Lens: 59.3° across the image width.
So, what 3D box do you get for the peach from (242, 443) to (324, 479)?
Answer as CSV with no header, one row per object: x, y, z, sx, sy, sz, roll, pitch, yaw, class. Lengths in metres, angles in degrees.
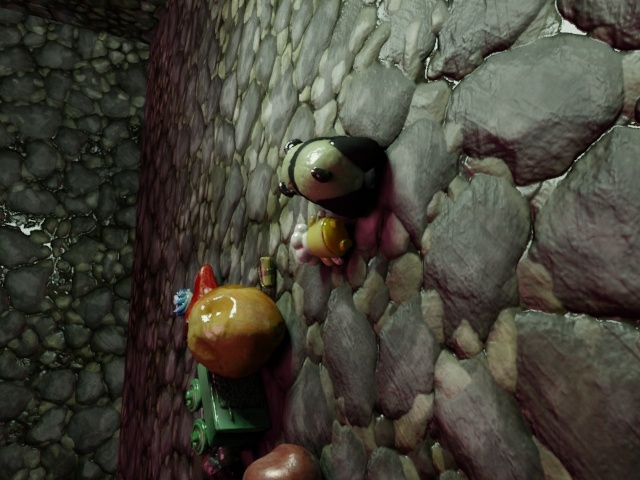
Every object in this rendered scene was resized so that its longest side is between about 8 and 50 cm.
-0.060,0.453,1.022,0.152,0.152,0.152,-23,64,60,peach

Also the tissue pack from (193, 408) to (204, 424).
-0.342,0.522,1.651,0.112,0.051,0.157,-29,60,60,tissue pack

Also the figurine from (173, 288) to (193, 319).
-0.477,0.223,1.954,0.114,0.079,0.114,-165,90,-88,figurine

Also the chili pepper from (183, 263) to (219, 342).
-0.348,0.191,1.701,0.144,0.136,0.253,60,-162,-45,chili pepper

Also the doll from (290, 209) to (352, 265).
0.000,0.000,1.073,0.162,0.062,0.106,-16,94,58,doll

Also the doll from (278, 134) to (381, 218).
0.009,-0.126,1.016,0.234,0.135,0.144,-150,71,-65,doll

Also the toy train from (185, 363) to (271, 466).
-0.235,0.400,1.365,0.202,0.145,0.266,-59,36,34,toy train

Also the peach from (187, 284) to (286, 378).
-0.181,0.204,1.264,0.235,0.214,0.215,-7,77,45,peach

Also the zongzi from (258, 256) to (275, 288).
-0.133,0.081,1.357,0.083,0.040,0.076,149,117,-72,zongzi

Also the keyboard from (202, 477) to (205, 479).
-0.309,0.756,1.576,0.061,0.013,0.204,-64,33,35,keyboard

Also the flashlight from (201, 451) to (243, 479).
-0.218,0.590,1.354,0.232,0.092,0.093,16,99,63,flashlight
